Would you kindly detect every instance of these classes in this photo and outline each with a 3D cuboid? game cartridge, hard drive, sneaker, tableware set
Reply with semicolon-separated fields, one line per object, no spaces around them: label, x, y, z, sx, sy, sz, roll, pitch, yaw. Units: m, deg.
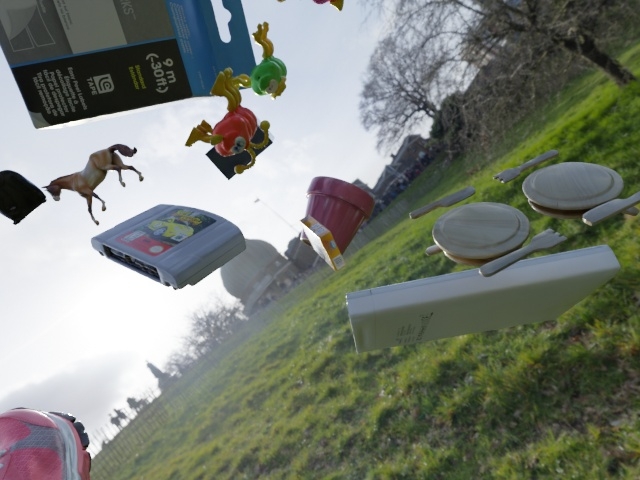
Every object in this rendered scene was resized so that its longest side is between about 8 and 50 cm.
game cartridge;-0.308;-0.003;0.826;0.196;0.295;0.060;-37;-48;-45
hard drive;0.223;0.105;0.626;0.354;0.047;0.233;-10;-28;3
sneaker;-0.294;0.264;0.375;0.136;0.314;0.115;33;-95;-53
tableware set;0.206;-0.023;0.399;0.194;0.128;0.039;-24;-56;-7

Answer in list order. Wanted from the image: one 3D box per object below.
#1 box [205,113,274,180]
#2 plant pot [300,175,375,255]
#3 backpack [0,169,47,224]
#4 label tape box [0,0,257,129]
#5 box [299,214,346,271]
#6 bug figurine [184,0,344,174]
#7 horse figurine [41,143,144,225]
box;-0.213;-0.258;1.085;0.156;0.093;0.158;-38;18;8
plant pot;0.034;-0.061;1.151;0.201;0.202;0.180;69;-138;-77
backpack;-0.770;-0.115;0.995;0.105;0.084;0.114;-53;-52;-24
label tape box;-0.273;-0.319;0.584;0.334;0.240;0.106;-15;19;-9
box;0.000;0.000;0.798;0.028;0.081;0.136;-30;28;-7
bug figurine;-0.035;-0.209;0.408;0.279;0.072;0.216;-51;19;31
horse figurine;-0.592;-0.170;1.071;0.263;0.174;0.066;-46;-12;2
